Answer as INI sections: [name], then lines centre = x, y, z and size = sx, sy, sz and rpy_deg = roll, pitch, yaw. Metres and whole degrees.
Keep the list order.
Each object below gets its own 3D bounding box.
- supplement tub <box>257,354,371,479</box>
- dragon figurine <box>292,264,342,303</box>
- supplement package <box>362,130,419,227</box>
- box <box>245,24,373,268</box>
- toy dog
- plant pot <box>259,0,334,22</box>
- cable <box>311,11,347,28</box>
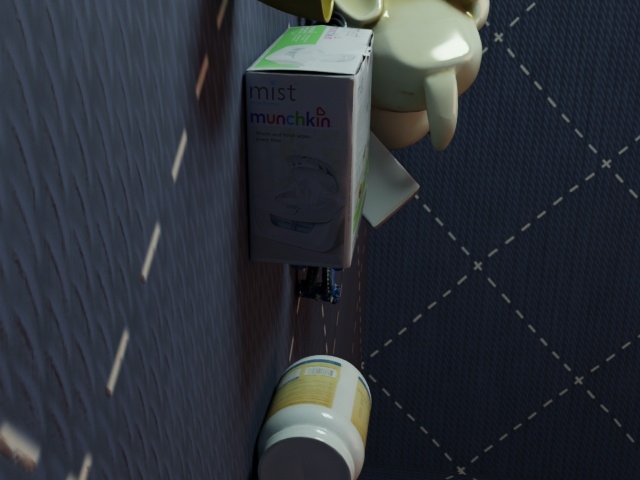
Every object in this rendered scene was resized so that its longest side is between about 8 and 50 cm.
[supplement tub]
centre = -0.007, 0.264, 1.046
size = 0.199, 0.144, 0.144
rpy_deg = -68, 160, -68
[dragon figurine]
centre = 0.000, 0.000, 1.205
size = 0.289, 0.085, 0.144
rpy_deg = 84, 11, -61
[supplement package]
centre = 0.072, -0.118, 1.280
size = 0.105, 0.179, 0.105
rpy_deg = -41, 174, 3
[box]
centre = -0.002, -0.127, 0.938
size = 0.262, 0.127, 0.231
rpy_deg = -72, 164, -63
[toy dog]
centre = 0.154, -0.313, 1.346
size = 0.395, 0.285, 0.408
rpy_deg = 63, -11, 12
[plant pot]
centre = -0.038, -0.269, 0.685
size = 0.134, 0.095, 0.134
rpy_deg = 4, 90, -84
[cable]
centre = -0.005, -0.243, 1.120
size = 0.184, 0.047, 0.150
rpy_deg = 113, -27, -46
